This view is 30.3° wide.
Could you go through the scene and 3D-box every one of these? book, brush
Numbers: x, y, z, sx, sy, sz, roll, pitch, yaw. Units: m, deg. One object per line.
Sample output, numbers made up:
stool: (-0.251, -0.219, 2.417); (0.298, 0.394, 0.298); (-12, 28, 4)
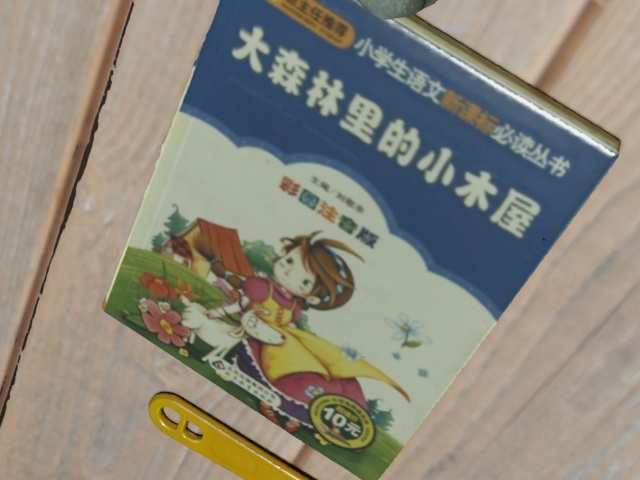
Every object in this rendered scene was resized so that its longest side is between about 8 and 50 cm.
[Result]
book: (0.000, 0.000, 0.705); (0.228, 0.018, 0.322); (32, 132, 5)
brush: (-0.007, 0.182, 0.842); (0.272, 0.013, 0.103); (29, 131, 9)

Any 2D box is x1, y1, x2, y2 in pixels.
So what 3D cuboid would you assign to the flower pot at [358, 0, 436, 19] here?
flower pot: (-0.011, -0.209, 0.506); (0.229, 0.103, 0.108); (37, 131, 2)
